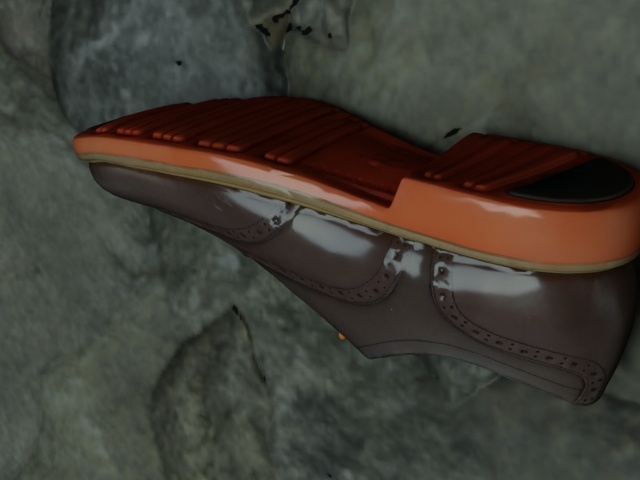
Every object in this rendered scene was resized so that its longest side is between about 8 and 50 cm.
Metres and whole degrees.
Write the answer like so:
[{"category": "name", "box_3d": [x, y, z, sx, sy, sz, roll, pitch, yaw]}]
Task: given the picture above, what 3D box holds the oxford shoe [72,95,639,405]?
[{"category": "oxford shoe", "box_3d": [0.000, 0.000, 0.509, 0.271, 0.097, 0.098, 16, 117, 34]}]
